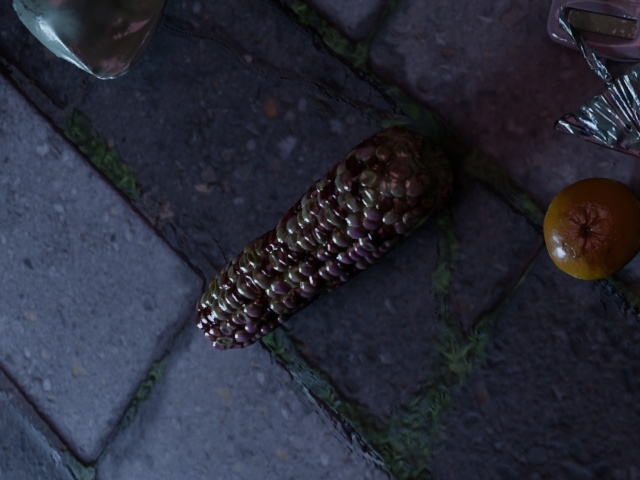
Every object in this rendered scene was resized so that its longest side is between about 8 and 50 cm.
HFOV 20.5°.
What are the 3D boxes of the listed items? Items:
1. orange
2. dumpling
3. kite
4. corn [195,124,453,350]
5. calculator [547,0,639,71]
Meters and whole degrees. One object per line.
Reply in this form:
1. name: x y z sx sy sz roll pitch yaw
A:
1. orange: 0.216 -0.010 1.401 0.083 0.070 0.083 -1 88 29
2. dumpling: -0.232 -0.252 1.692 0.219 0.108 0.153 49 114 23
3. kite: 0.234 -0.123 1.407 0.139 0.011 0.157 -39 85 39
4. corn: 0.000 0.000 1.540 0.280 0.092 0.092 -38 68 29
5. calculator: 0.240 -0.221 1.416 0.100 0.032 0.175 16 98 33
